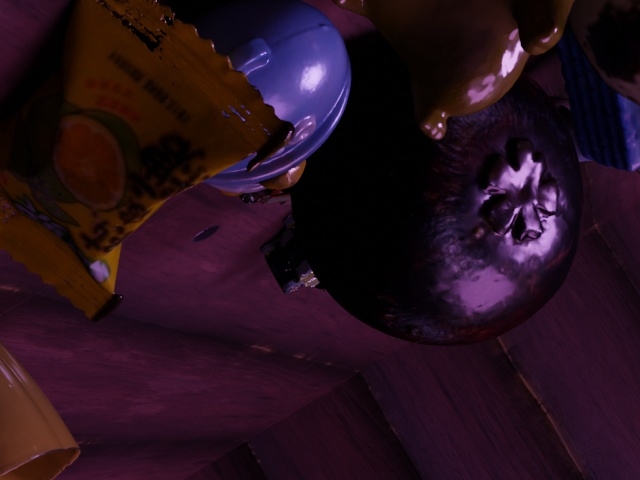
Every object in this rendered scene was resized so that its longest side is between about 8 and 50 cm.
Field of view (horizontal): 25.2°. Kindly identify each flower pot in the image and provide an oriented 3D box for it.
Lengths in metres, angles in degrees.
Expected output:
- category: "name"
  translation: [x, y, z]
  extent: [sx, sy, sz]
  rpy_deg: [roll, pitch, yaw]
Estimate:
- category: "flower pot"
  translation: [-0.382, 0.195, 1.540]
  extent: [0.195, 0.179, 0.195]
  rpy_deg: [-27, 168, -6]

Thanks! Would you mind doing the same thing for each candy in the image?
- category: "candy"
  translation: [-0.165, -0.063, 1.089]
  extent: [0.297, 0.187, 0.081]
  rpy_deg: [-39, -167, 37]

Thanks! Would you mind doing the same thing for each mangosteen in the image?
- category: "mangosteen"
  translation: [0.111, -0.045, 1.468]
  extent: [0.330, 0.330, 0.330]
  rpy_deg: [-29, 167, -7]

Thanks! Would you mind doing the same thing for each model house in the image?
- category: "model house"
  translation: [0.409, -0.216, 1.752]
  extent: [0.329, 0.251, 0.295]
  rpy_deg: [-9, -154, 33]

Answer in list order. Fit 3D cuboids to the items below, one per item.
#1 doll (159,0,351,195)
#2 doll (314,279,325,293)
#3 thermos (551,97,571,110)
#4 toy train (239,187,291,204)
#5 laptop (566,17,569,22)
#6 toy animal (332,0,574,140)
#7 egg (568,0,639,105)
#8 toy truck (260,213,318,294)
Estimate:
- category: "doll"
  translation: [-0.059, -0.109, 1.196]
  extent: [0.177, 0.141, 0.314]
  rpy_deg: [-32, 171, -6]
- category: "doll"
  translation: [0.091, -0.004, 1.950]
  extent: [0.249, 0.088, 0.127]
  rpy_deg: [-41, -151, 15]
- category: "thermos"
  translation: [0.327, -0.152, 2.027]
  extent: [0.137, 0.105, 0.193]
  rpy_deg: [-8, -170, 36]
- category: "toy train"
  translation: [0.002, -0.077, 1.649]
  extent: [0.085, 0.053, 0.250]
  rpy_deg: [-33, 168, 39]
- category: "laptop"
  translation: [0.281, -0.275, 1.602]
  extent: [0.129, 0.016, 0.180]
  rpy_deg: [-15, 160, -50]
- category: "toy animal"
  translation: [0.169, -0.246, 1.120]
  extent: [0.363, 0.181, 0.180]
  rpy_deg: [-40, 173, 40]
- category: "egg"
  translation: [0.396, -0.271, 1.274]
  extent: [0.379, 0.287, 0.287]
  rpy_deg: [-44, 165, 8]
- category: "toy truck"
  translation: [0.000, 0.000, 1.884]
  extent: [0.100, 0.077, 0.169]
  rpy_deg: [-20, 163, -33]
